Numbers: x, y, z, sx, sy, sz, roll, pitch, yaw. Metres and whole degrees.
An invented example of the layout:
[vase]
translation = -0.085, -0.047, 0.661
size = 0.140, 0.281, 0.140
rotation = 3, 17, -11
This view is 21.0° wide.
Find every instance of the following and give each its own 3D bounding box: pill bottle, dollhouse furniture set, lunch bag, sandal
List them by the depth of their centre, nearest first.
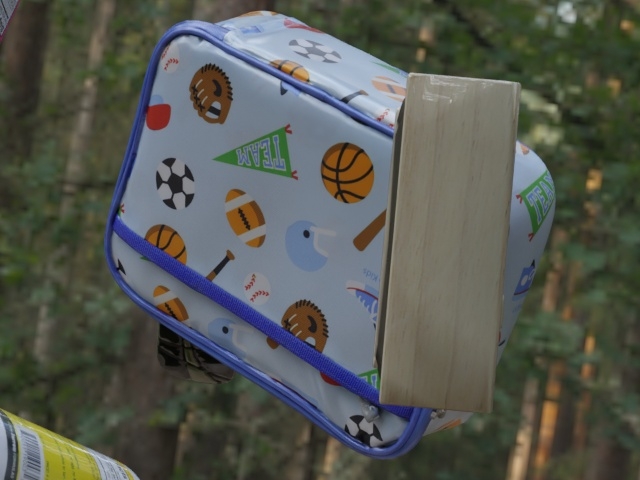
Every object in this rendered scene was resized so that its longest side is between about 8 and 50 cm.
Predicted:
[dollhouse furniture set]
translation = 0.176, 0.060, 0.793
size = 0.303, 0.286, 0.198
rotation = 5, 1, 2
[lunch bag]
translation = 0.000, 0.000, 1.158
size = 0.303, 0.243, 0.115
rotation = 33, 27, 26
[sandal]
translation = -0.119, 0.058, 1.869
size = 0.120, 0.086, 0.302
rotation = 20, -32, -3
[pill bottle]
translation = -0.312, 0.309, 1.916
size = 0.188, 0.187, 0.334
rotation = 7, -19, 44

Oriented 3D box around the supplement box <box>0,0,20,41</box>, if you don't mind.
[supplement box]
translation = -0.277, -0.274, 1.359
size = 0.111, 0.220, 0.114
rotation = 14, -28, 12
